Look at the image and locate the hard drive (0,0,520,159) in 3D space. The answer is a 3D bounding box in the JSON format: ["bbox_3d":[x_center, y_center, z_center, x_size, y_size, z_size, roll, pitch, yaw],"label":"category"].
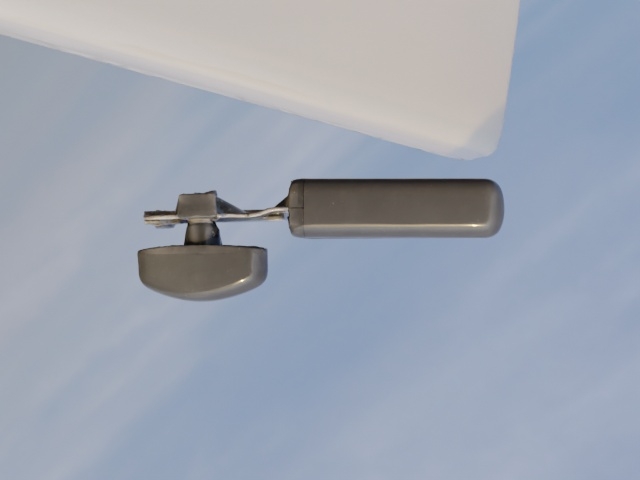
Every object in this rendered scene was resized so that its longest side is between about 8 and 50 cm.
[{"bbox_3d":[-0.048,-0.167,0.758,0.040,0.307,0.203,-10,-111,61],"label":"hard drive"}]

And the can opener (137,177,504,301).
[{"bbox_3d":[0.000,0.000,1.389,0.076,0.283,0.095,3,87,-84],"label":"can opener"}]
